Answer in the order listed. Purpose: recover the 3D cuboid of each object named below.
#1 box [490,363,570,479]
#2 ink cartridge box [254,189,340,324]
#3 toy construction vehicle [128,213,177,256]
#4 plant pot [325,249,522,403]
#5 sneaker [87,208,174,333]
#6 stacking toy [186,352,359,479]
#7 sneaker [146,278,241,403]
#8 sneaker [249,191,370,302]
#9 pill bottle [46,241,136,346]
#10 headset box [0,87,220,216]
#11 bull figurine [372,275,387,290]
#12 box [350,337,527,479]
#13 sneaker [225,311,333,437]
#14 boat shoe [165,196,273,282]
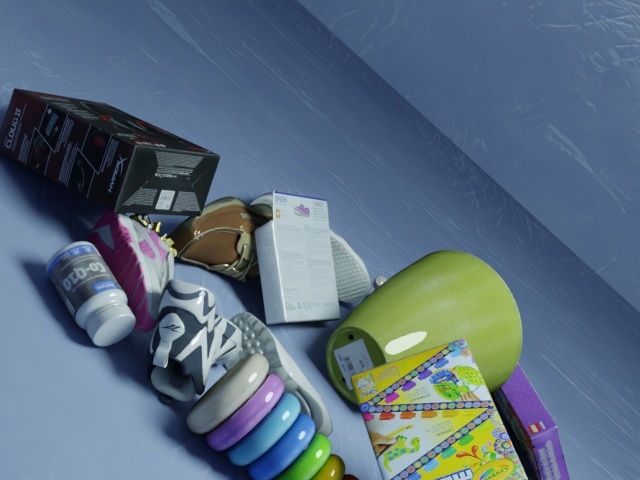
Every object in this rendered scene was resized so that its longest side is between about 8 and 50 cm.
[{"bbox_3d":[0.377,0.314,2.277,0.293,0.057,0.201,-117,-178,-45],"label":"box"},{"bbox_3d":[-0.040,0.032,2.065,0.223,0.045,0.224,7,76,-64],"label":"ink cartridge box"},{"bbox_3d":[-0.270,-0.014,1.878,0.098,0.086,0.035,46,57,-27],"label":"toy construction vehicle"},{"bbox_3d":[0.154,0.180,2.054,0.293,0.275,0.275,-17,59,-47],"label":"plant pot"},{"bbox_3d":[-0.261,0.046,1.752,0.111,0.103,0.252,25,27,-34],"label":"sneaker"},{"bbox_3d":[-0.027,0.315,1.624,0.330,0.141,0.141,48,20,-4],"label":"stacking toy"},{"bbox_3d":[-0.186,0.168,1.682,0.094,0.153,0.235,16,-22,10],"label":"sneaker"},{"bbox_3d":[0.000,-0.001,2.316,0.282,0.102,0.161,44,18,6],"label":"sneaker"},{"bbox_3d":[-0.314,0.074,1.636,0.078,0.078,0.137,9,37,-55],"label":"pill bottle"},{"bbox_3d":[-0.341,-0.141,1.862,0.293,0.110,0.218,26,12,29],"label":"headset box"},{"bbox_3d":[0.220,0.166,2.274,0.101,0.188,0.310,-13,60,-39],"label":"bull figurine"},{"bbox_3d":[0.184,0.350,1.650,0.279,0.177,0.290,-108,179,-53],"label":"box"},{"bbox_3d":[-0.067,0.211,1.817,0.235,0.090,0.095,54,11,22],"label":"sneaker"},{"bbox_3d":[-0.137,0.005,2.033,0.120,0.122,0.324,53,23,14],"label":"boat shoe"}]
